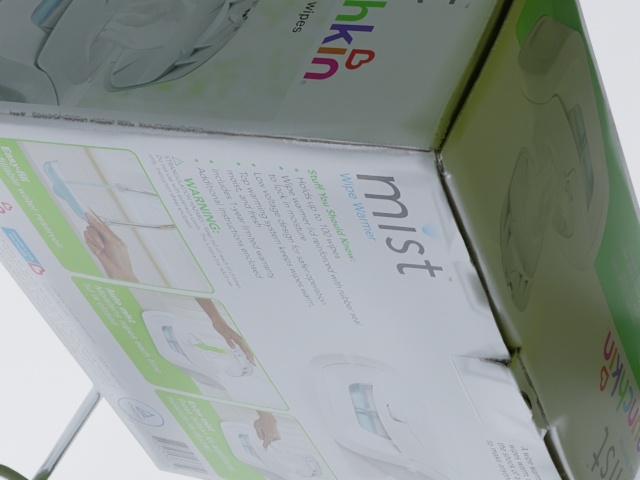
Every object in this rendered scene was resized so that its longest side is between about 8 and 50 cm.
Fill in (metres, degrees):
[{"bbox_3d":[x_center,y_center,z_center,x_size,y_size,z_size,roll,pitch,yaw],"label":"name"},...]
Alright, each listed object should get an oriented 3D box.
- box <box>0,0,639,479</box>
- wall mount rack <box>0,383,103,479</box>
[{"bbox_3d":[0.000,0.000,0.646,0.126,0.231,0.262,-65,-35,-31],"label":"box"},{"bbox_3d":[-0.170,0.278,1.359,0.350,0.130,0.304,35,-91,-4],"label":"wall mount rack"}]
